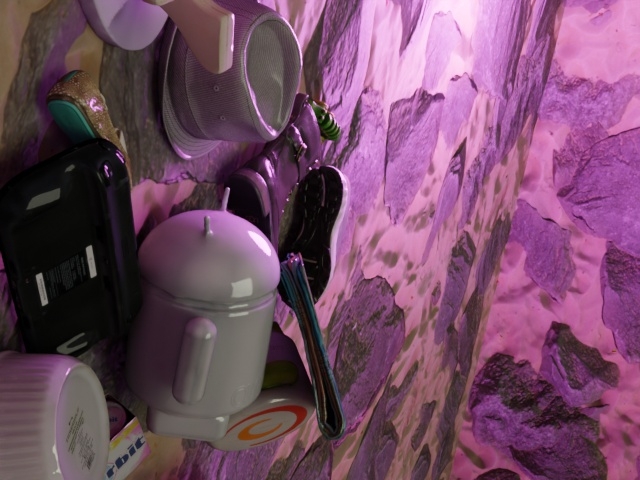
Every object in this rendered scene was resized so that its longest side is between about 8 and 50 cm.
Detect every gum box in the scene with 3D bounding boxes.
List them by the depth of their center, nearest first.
[{"bbox_3d":[-0.327,0.313,1.392,0.188,0.062,0.107,-44,151,-26],"label":"gum box"}]

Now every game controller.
[{"bbox_3d":[-0.298,0.024,1.237,0.167,0.067,0.319,-25,141,-26],"label":"game controller"}]

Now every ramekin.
[{"bbox_3d":[-0.329,0.229,1.208,0.207,0.109,0.207,-6,90,-82],"label":"ramekin"}]

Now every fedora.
[{"bbox_3d":[-0.108,-0.225,1.406,0.243,0.124,0.275,-47,147,-40],"label":"fedora"}]

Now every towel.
[{"bbox_3d":[-0.015,0.151,1.626,0.370,0.040,0.271,-129,-155,-87],"label":"towel"}]

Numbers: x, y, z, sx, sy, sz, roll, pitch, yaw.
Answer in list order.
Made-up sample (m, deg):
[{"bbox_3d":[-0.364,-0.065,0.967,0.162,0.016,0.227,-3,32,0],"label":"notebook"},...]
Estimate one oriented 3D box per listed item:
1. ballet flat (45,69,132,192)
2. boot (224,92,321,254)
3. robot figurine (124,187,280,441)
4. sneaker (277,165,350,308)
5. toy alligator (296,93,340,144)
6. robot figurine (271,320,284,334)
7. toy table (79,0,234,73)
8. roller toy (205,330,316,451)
[{"bbox_3d":[-0.264,-0.124,1.229,0.206,0.073,0.067,80,24,-54],"label":"ballet flat"},{"bbox_3d":[-0.061,-0.080,1.665,0.229,0.091,0.263,-53,155,-41],"label":"boot"},{"bbox_3d":[-0.167,0.107,1.445,0.300,0.200,0.353,-102,-160,-66],"label":"robot figurine"},{"bbox_3d":[0.000,0.000,1.845,0.108,0.100,0.271,-8,116,-70],"label":"sneaker"},{"bbox_3d":[-0.003,-0.207,1.728,0.056,0.051,0.189,-66,156,-11],"label":"toy alligator"},{"bbox_3d":[-0.112,0.181,1.780,0.101,0.067,0.115,-29,144,-12],"label":"robot figurine"},{"bbox_3d":[-0.167,-0.332,1.158,0.252,0.161,0.274,-49,150,-38],"label":"toy table"},{"bbox_3d":[-0.117,0.240,1.657,0.209,0.146,0.191,-29,151,10],"label":"roller toy"}]
